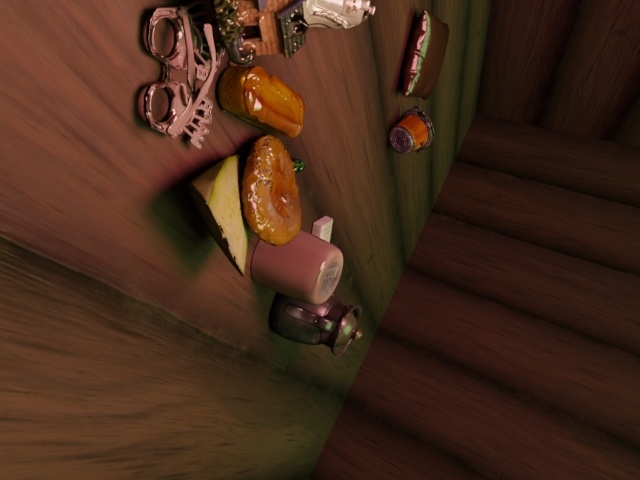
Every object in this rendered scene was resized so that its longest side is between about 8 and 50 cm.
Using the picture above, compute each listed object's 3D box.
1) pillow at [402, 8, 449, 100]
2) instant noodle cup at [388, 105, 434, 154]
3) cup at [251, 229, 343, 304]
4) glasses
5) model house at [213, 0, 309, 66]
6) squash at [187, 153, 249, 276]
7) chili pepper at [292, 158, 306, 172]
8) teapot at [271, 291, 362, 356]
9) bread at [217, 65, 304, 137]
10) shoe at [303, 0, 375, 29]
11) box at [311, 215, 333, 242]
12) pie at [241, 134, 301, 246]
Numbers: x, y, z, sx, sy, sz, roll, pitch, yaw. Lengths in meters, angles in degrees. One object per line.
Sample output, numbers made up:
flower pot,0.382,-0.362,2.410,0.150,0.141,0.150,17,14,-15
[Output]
pillow,0.413,-0.719,1.625,0.305,0.108,0.308,-27,134,-56
instant noodle cup,0.368,-0.439,1.712,0.125,0.177,0.208,-38,125,-29
cup,-0.049,0.083,1.168,0.192,0.200,0.253,-62,157,-17
glasses,-0.200,-0.274,0.678,0.162,0.095,0.256,-38,145,-67
model house,-0.083,-0.396,0.665,0.183,0.172,0.167,92,-9,-61
squash,-0.172,-0.082,0.825,0.155,0.204,0.237,-33,146,-20
chili pepper,-0.075,-0.186,1.094,0.118,0.035,0.056,-53,154,-32
teapot,0.006,0.231,1.306,0.223,0.284,0.305,-54,154,-32
bread,-0.109,-0.289,0.865,0.245,0.094,0.102,5,99,-66
shoe,0.023,-0.517,0.881,0.316,0.159,0.124,-41,146,-53
box,0.000,0.000,1.414,0.084,0.040,0.155,-38,143,-55
pie,-0.107,-0.116,0.945,0.273,0.069,0.274,-9,90,-74
